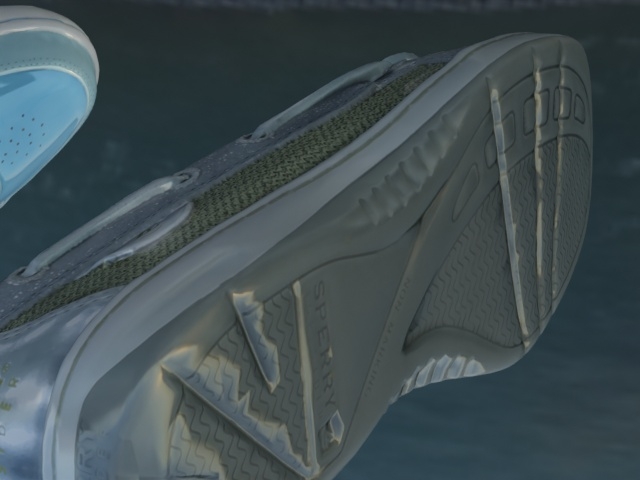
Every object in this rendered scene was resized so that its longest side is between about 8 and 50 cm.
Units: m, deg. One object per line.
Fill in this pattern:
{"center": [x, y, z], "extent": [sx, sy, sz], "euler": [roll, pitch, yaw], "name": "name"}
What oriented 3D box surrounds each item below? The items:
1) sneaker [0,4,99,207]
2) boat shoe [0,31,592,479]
{"center": [-0.212, 0.028, 0.909], "extent": [0.319, 0.208, 0.127], "euler": [-37, 140, -7], "name": "sneaker"}
{"center": [-0.001, 0.003, 0.616], "extent": [0.103, 0.320, 0.118], "euler": [13, 121, 31], "name": "boat shoe"}
